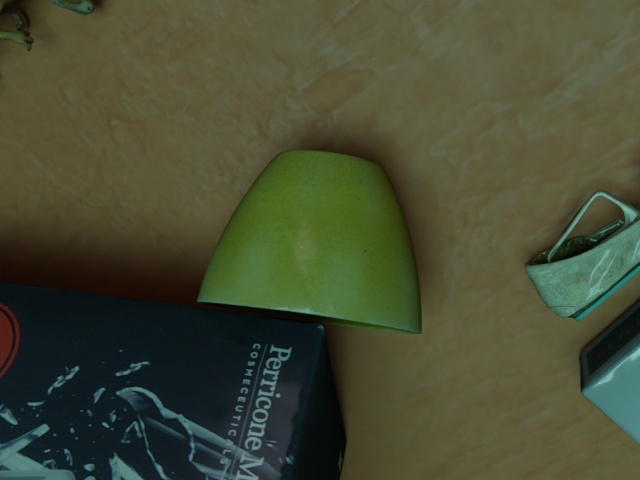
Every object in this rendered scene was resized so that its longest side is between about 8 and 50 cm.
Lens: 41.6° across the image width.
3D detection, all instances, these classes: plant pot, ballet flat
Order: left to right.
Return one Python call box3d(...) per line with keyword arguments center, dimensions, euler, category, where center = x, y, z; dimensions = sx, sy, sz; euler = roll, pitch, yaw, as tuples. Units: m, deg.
box3d(center=(0.000, 0.000, 0.506), dimensions=(0.134, 0.134, 0.095), euler=(7, 83, 11), category="plant pot")
box3d(center=(0.188, -0.018, 0.484), dimensions=(0.168, 0.057, 0.052), euler=(-44, 85, 23), category="ballet flat")

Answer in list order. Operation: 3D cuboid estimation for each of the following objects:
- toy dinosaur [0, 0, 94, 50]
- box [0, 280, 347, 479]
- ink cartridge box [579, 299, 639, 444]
box3d(center=(-0.250, -0.139, 0.513), dimensions=(0.211, 0.112, 0.064), euler=(-17, 72, -20), category="toy dinosaur")
box3d(center=(-0.170, 0.212, 0.481), dimensions=(0.312, 0.343, 0.179), euler=(7, 147, 10), category="box")
box3d(center=(0.331, 0.066, 0.476), dimensions=(0.239, 0.060, 0.275), euler=(41, 113, -1), category="ink cartridge box")
